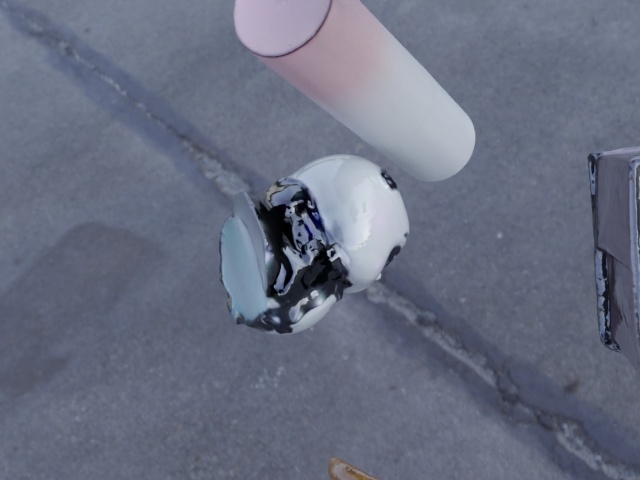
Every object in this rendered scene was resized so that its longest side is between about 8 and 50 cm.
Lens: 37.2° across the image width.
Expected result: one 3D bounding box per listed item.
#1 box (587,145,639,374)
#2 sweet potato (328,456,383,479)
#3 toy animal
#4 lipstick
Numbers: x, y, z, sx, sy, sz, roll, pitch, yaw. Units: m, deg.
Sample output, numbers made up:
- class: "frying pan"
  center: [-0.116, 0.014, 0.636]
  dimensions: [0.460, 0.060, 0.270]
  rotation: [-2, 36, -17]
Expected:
- class: "box"
  center: [0.359, 0.000, 0.763]
  dimensions: [0.253, 0.188, 0.153]
  rotation: [-5, 8, 7]
- class: "sweet potato"
  center: [0.068, 0.251, 0.862]
  dimensions: [0.044, 0.044, 0.179]
  rotation: [-36, 54, -14]
- class: "toy animal"
  center: [0.000, 0.000, 0.855]
  dimensions: [0.179, 0.138, 0.166]
  rotation: [-24, 9, -26]
- class: "lipstick"
  center: [0.045, -0.138, 0.843]
  dimensions: [0.087, 0.327, 0.087]
  rotation: [-7, 74, 26]
